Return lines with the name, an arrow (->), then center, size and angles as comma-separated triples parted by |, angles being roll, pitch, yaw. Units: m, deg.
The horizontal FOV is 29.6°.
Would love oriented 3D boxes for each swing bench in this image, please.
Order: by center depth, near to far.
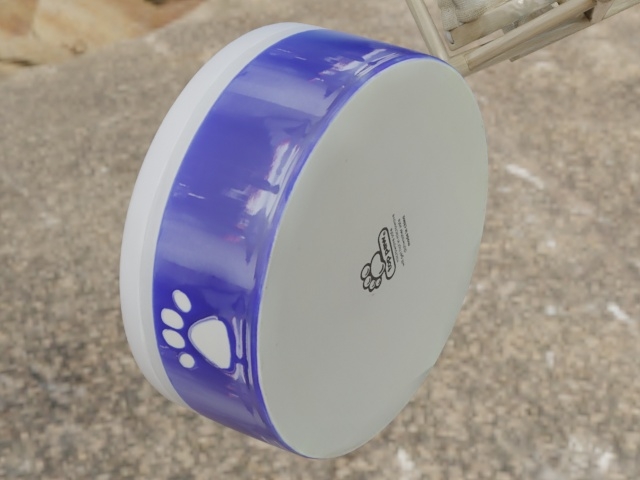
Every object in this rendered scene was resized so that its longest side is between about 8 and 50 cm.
swing bench -> 0.150, -0.284, 0.979 | 0.165, 0.253, 0.254 | -24, 2, 30

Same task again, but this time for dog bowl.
dog bowl -> 0.000, 0.000, 0.775 | 0.104, 0.265, 0.265 | 18, 30, 32
